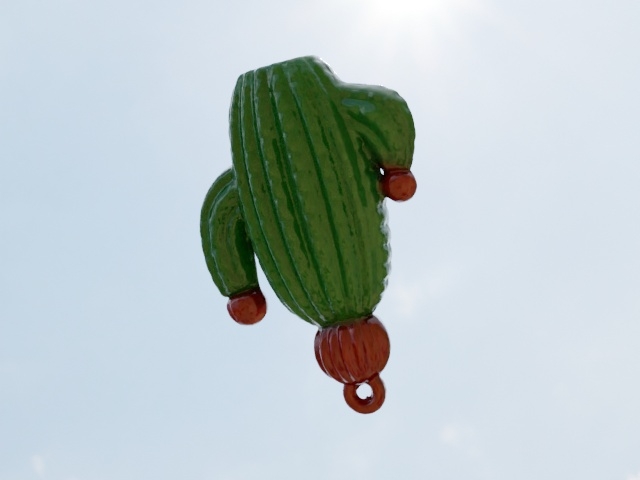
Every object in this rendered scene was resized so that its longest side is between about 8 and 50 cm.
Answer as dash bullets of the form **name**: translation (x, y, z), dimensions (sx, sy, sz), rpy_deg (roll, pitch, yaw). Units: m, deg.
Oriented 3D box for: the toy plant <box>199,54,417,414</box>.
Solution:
- **toy plant**: translation (-0.012, -0.008, 1.076), dimensions (0.088, 0.155, 0.240), rpy_deg (-26, -54, -69)
